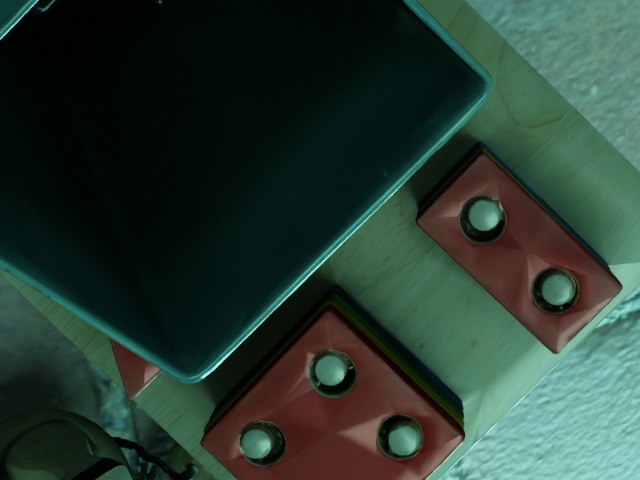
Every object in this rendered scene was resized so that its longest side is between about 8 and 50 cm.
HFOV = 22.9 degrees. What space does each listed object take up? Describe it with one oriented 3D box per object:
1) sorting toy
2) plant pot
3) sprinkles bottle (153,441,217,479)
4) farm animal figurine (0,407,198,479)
[{"bbox_3d":[0.000,0.000,0.752,0.255,0.089,0.257,44,99,-3],"label":"sorting toy"},{"bbox_3d":[-0.083,-0.101,0.629,0.165,0.234,0.165,-44,130,9],"label":"plant pot"},{"bbox_3d":[-0.057,0.185,0.928,0.121,0.121,0.355,12,117,-33],"label":"sprinkles bottle"},{"bbox_3d":[-0.228,0.153,0.780,0.326,0.172,0.330,-10,107,-30],"label":"farm animal figurine"}]
